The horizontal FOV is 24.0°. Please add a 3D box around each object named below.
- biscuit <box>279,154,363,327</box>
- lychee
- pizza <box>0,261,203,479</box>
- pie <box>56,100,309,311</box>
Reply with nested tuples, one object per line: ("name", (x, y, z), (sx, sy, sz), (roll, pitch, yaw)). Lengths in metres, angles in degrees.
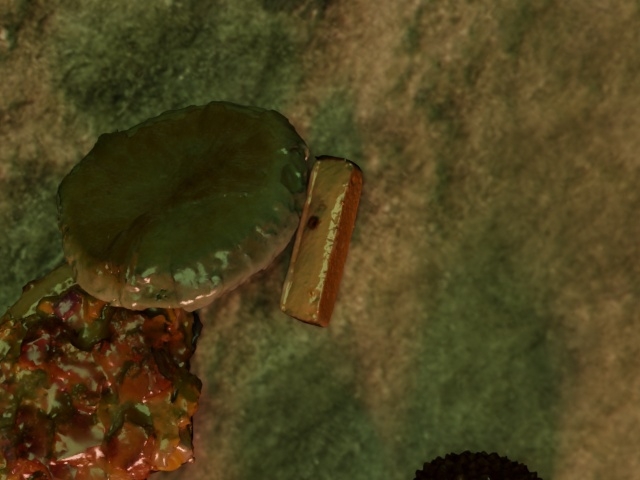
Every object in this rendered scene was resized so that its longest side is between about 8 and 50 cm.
("biscuit", (0.000, 0.000, 1.682), (0.056, 0.052, 0.188), (10, 81, 22))
("lychee", (0.166, 0.302, 1.547), (0.188, 0.188, 0.188), (-1, 81, 8))
("pizza", (-0.262, 0.167, 1.665), (0.409, 0.114, 0.278), (-44, 71, -2))
("pie", (-0.153, -0.042, 1.652), (0.306, 0.071, 0.306), (-6, 45, 6))
